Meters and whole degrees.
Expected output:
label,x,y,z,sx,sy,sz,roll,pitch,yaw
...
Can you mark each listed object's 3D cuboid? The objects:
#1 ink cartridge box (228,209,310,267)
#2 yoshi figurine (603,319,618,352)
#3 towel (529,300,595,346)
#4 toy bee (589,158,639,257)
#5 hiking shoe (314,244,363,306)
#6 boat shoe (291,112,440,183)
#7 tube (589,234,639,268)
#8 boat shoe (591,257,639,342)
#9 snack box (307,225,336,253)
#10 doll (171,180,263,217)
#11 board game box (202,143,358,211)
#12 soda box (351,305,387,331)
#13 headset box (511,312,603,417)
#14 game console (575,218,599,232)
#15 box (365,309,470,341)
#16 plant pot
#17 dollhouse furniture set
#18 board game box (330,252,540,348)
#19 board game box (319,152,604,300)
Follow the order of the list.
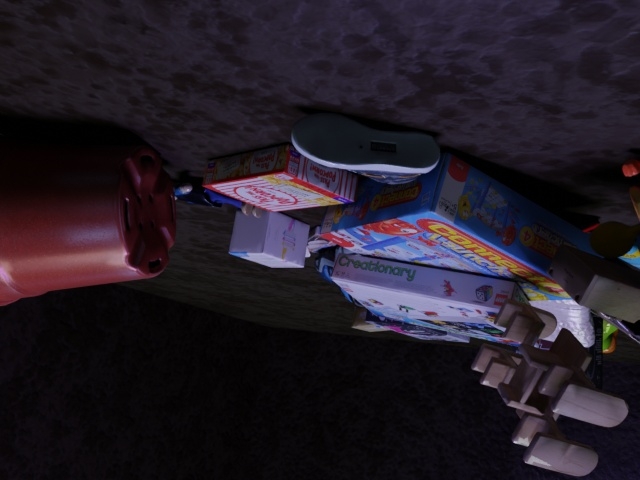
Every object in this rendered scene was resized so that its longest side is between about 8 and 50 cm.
label,x,y,z,sx,sy,sz,roll,pitch,yaw
ink cartridge box,-0.093,-0.001,1.457,0.092,0.090,0.143,0,166,38
yoshi figurine,0.641,0.217,1.892,0.203,0.204,0.362,47,-156,26
towel,0.351,0.089,1.341,0.282,0.049,0.187,13,136,36
toy bee,0.425,-0.033,0.874,0.195,0.162,0.298,-23,177,9
hiking shoe,0.060,0.079,1.566,0.113,0.132,0.304,-10,172,-10
boat shoe,0.050,-0.106,0.919,0.183,0.065,0.083,9,167,-8
tube,0.532,0.023,1.231,0.207,0.052,0.080,19,171,-28
boat shoe,0.591,0.145,1.274,0.355,0.132,0.130,28,-169,20
snack box,0.000,0.000,1.558,0.064,0.022,0.178,10,168,-13
doll,-0.197,-0.078,1.274,0.188,0.046,0.129,11,179,22
board game box,-0.062,-0.090,1.122,0.146,0.045,0.193,19,164,-41
soda box,0.146,0.189,1.831,0.061,0.058,0.181,16,164,-22
headset box,0.474,0.209,1.472,0.110,0.293,0.218,-1,175,40
game console,0.357,-0.027,1.199,0.124,0.085,0.144,-22,171,-7
box,0.235,0.135,1.679,0.142,0.164,0.247,0,166,40
plant pot,-0.381,-0.038,1.137,0.264,0.273,0.272,-2,166,13
dollhouse furniture set,0.343,0.151,0.958,0.160,0.242,0.212,18,-161,-14
board game box,0.191,0.099,1.209,0.305,0.053,0.193,9,161,32
board game box,0.203,-0.001,1.115,0.308,0.086,0.302,25,164,-23
